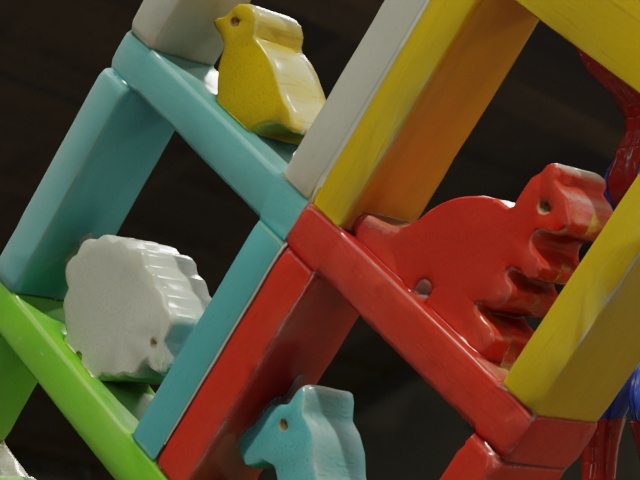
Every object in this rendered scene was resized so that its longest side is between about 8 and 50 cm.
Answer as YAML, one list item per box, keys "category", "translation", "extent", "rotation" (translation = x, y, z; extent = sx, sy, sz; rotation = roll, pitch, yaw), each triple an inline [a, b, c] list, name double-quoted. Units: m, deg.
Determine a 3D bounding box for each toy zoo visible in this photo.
- category: "toy zoo"
  translation: [0.000, 0.000, 0.506]
  extent: [0.030, 0.192, 0.293]
  rotation: [12, -64, -48]

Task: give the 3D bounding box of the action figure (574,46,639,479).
- category: "action figure"
  translation: [0.166, -0.013, 0.751]
  extent: [0.139, 0.280, 0.091]
  rotation: [-3, 0, -22]
